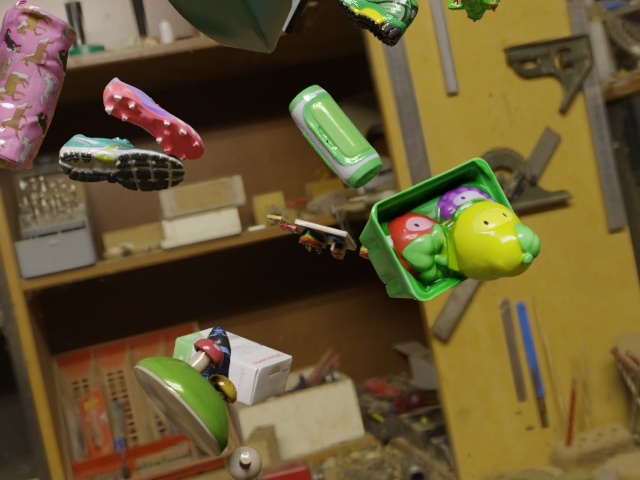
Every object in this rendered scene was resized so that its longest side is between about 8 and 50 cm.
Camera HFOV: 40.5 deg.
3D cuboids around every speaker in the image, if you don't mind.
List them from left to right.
[{"bbox_3d":[0.042,-0.288,2.419,0.131,0.297,0.131,-36,-11,-9],"label":"speaker"}]

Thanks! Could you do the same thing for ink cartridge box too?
[{"bbox_3d":[-0.247,0.348,2.420,0.272,0.115,0.198,17,11,26],"label":"ink cartridge box"}]

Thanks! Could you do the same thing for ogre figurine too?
[{"bbox_3d":[0.287,-0.477,1.593,0.096,0.118,0.197,12,-1,-1],"label":"ogre figurine"}]

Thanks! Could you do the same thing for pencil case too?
[{"bbox_3d":[-0.707,-0.359,2.037,0.160,0.386,0.167,15,-7,18],"label":"pencil case"}]

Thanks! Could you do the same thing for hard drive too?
[{"bbox_3d":[-0.079,-0.498,1.817,0.022,0.094,0.135,16,20,-42],"label":"hard drive"}]

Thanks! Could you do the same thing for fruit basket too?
[{"bbox_3d":[0.319,-0.022,1.961,0.392,0.283,0.392,-28,-4,-2],"label":"fruit basket"}]

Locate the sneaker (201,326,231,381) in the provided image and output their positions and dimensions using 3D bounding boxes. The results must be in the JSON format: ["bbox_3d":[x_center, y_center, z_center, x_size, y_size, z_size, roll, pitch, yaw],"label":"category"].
[{"bbox_3d":[-0.261,0.311,2.137,0.081,0.091,0.232,7,-47,-15],"label":"sneaker"}]

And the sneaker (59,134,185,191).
[{"bbox_3d":[-0.431,-0.185,1.908,0.275,0.107,0.110,10,41,-3],"label":"sneaker"}]

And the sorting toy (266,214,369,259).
[{"bbox_3d":[0.000,0.000,2.094,0.274,0.046,0.132,15,-12,16],"label":"sorting toy"}]

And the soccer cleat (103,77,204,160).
[{"bbox_3d":[-0.351,-0.261,1.859,0.248,0.095,0.083,30,-56,-27],"label":"soccer cleat"}]

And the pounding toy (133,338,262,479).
[{"bbox_3d":[-0.158,0.236,1.291,0.110,0.237,0.183,-44,-15,-24],"label":"pounding toy"}]

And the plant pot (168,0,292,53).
[{"bbox_3d":[-0.144,-0.426,1.451,0.165,0.166,0.234,14,-18,22],"label":"plant pot"}]

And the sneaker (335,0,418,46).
[{"bbox_3d":[0.149,-0.663,2.416,0.146,0.343,0.134,-45,-39,-1],"label":"sneaker"}]
